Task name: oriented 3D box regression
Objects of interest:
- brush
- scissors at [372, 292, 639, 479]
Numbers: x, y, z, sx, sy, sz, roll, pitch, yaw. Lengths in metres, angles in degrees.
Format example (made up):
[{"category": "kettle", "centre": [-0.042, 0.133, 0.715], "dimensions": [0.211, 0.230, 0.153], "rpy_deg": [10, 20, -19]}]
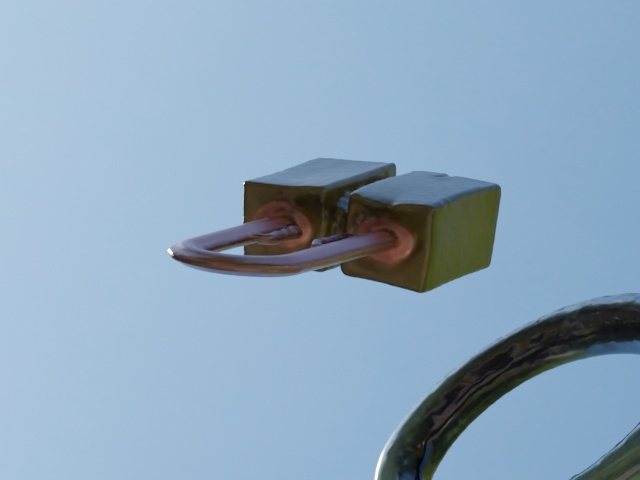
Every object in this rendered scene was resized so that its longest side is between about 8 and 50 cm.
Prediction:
[{"category": "brush", "centre": [0.000, 0.000, 0.876], "dimensions": [0.103, 0.233, 0.047], "rpy_deg": [8, -79, 22]}, {"category": "scissors", "centre": [0.200, -0.013, 0.459], "dimensions": [0.383, 0.029, 0.256], "rpy_deg": [-41, -150, -7]}]
